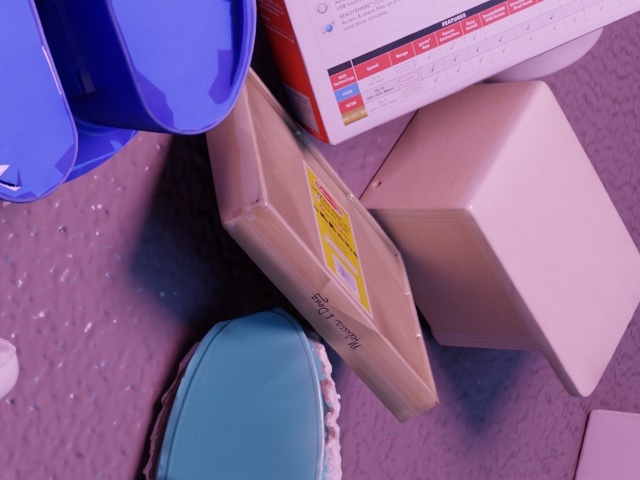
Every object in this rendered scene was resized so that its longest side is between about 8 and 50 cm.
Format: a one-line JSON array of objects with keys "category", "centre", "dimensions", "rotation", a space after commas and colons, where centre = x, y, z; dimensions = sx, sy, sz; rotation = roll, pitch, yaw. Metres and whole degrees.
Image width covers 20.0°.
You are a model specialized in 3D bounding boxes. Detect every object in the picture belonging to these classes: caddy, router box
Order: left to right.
[{"category": "caddy", "centre": [-0.186, -0.184, 1.073], "dimensions": [0.241, 0.179, 0.341], "rotation": [-23, 113, -22]}, {"category": "router box", "centre": [0.099, -0.275, 1.354], "dimensions": [0.335, 0.082, 0.301], "rotation": [-24, 115, -13]}]

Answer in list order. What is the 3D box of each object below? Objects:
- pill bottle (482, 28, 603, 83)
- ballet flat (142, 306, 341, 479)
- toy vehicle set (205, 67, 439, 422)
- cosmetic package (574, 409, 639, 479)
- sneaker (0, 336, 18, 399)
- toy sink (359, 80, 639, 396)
[{"category": "pill bottle", "centre": [0.144, -0.256, 1.504], "dimensions": [0.131, 0.131, 0.229], "rotation": [-51, 130, -35]}, {"category": "ballet flat", "centre": [-0.057, 0.255, 1.301], "dimensions": [0.147, 0.147, 0.409], "rotation": [29, 57, -48]}, {"category": "toy vehicle set", "centre": [0.000, 0.000, 1.353], "dimensions": [0.267, 0.035, 0.166], "rotation": [50, 20, -41]}, {"category": "cosmetic package", "centre": [0.334, 0.417, 1.782], "dimensions": [0.230, 0.161, 0.453], "rotation": [29, 70, -49]}, {"category": "sneaker", "centre": [-0.270, 0.139, 1.078], "dimensions": [0.232, 0.090, 0.115], "rotation": [-35, 127, -34]}, {"category": "toy sink", "centre": [0.156, 0.002, 1.546], "dimensions": [0.234, 0.131, 0.153], "rotation": [55, 53, -32]}]
